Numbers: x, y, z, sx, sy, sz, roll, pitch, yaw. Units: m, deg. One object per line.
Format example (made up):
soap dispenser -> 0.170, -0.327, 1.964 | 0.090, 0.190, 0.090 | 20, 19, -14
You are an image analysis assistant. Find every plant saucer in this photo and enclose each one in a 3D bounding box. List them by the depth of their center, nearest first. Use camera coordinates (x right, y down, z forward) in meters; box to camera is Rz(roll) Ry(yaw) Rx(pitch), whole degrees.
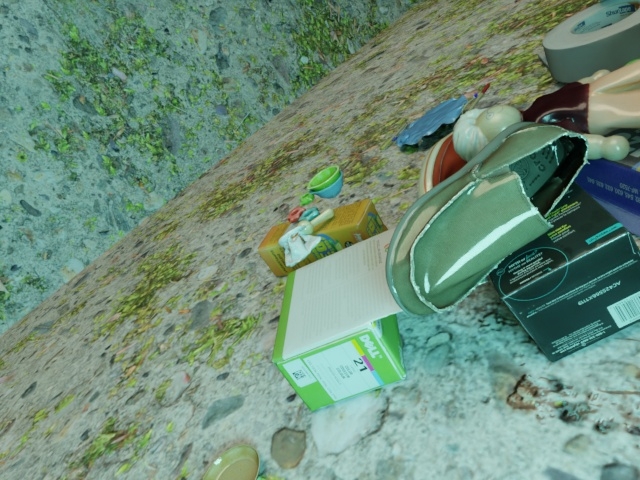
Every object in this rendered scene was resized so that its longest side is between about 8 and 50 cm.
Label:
plant saucer -> -0.101, 0.276, 0.539 | 0.083, 0.015, 0.083 | -26, 25, 13

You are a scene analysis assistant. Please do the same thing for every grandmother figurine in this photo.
grandmother figurine -> 0.335, -0.164, 0.582 | 0.342, 0.104, 0.208 | -10, 23, 35

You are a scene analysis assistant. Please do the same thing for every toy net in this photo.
toy net -> -0.032, -0.044, 0.823 | 0.122, 0.045, 0.232 | -15, 32, 34

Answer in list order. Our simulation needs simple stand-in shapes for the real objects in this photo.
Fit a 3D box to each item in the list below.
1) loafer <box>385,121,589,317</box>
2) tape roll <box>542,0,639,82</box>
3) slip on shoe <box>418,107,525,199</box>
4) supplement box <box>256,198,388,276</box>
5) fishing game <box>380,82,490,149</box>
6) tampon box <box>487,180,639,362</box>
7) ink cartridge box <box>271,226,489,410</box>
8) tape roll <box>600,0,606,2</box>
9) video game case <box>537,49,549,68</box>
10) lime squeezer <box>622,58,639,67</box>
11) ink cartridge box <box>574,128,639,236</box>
loafer -> 0.160, -0.029, 0.445 | 0.251, 0.094, 0.087 | -48, 17, -13
tape roll -> 0.543, -0.387, 0.886 | 0.219, 0.072, 0.219 | -27, 26, 14
slip on shoe -> 0.249, -0.120, 0.742 | 0.101, 0.123, 0.331 | 0, 36, 44
supplement box -> 0.000, 0.000, 0.853 | 0.233, 0.078, 0.080 | -16, 30, 34
fishing game -> 0.260, -0.268, 1.087 | 0.264, 0.041, 0.189 | -14, 29, 51
tampon box -> 0.242, 0.017, 0.490 | 0.120, 0.101, 0.161 | -34, 23, 20
ink cartridge box -> 0.080, 0.078, 0.594 | 0.255, 0.097, 0.189 | -24, 26, 15
tape roll -> 0.686, -0.559, 0.820 | 0.392, 0.072, 0.392 | -13, -7, -2
video game case -> 0.572, -0.424, 1.026 | 0.157, 0.019, 0.143 | -21, 28, 23
lime squeezer -> 0.551, -0.277, 0.762 | 0.310, 0.059, 0.110 | -22, -6, 23
ink cartridge box -> 0.432, -0.079, 0.502 | 0.307, 0.072, 0.303 | -29, 25, 3
